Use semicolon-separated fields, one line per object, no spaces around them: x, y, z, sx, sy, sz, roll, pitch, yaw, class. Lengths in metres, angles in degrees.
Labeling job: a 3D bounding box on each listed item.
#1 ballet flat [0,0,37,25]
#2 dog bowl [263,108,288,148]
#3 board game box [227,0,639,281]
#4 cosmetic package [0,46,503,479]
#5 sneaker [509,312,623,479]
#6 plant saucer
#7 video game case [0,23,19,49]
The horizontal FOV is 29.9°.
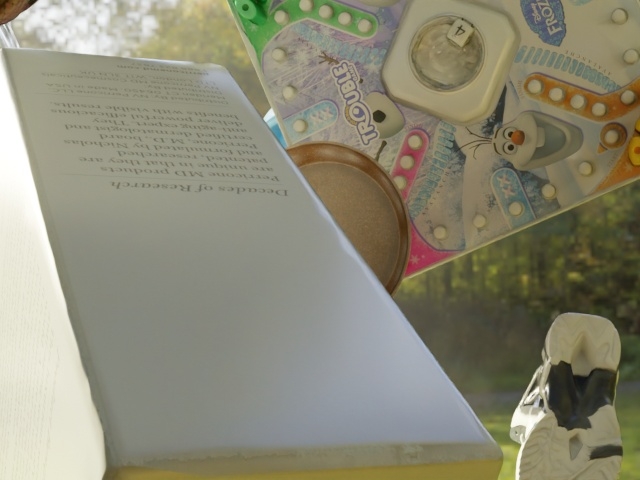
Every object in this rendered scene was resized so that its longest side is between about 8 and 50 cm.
-0.113;-0.193;0.476;0.076;0.222;0.079;19;20;0;ballet flat
-0.042;-0.051;1.614;0.166;0.297;0.074;24;17;9;dog bowl
0.129;-0.191;1.228;0.390;0.390;0.050;-24;-6;13;board game box
-0.088;0.075;0.658;0.161;0.230;0.453;2;27;-20;cosmetic package
0.231;0.202;1.152;0.094;0.235;0.153;5;-33;6;sneaker
0.000;0.000;1.024;0.168;0.168;0.029;-3;-5;20;plant saucer
-0.426;-0.334;1.389;0.036;0.329;0.300;-24;25;-6;video game case
